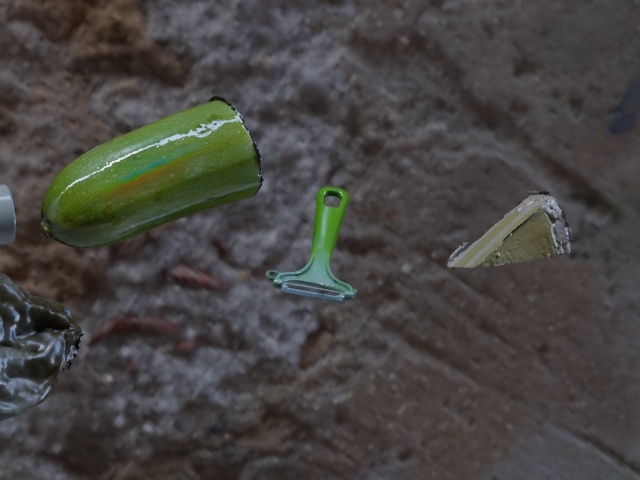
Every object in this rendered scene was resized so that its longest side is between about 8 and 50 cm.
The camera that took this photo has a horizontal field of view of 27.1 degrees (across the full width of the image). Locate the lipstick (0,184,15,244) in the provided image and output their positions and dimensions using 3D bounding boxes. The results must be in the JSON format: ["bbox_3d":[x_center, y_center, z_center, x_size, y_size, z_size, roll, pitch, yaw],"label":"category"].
[{"bbox_3d":[-0.464,-0.016,1.437,0.254,0.070,0.070,-7,32,-24],"label":"lipstick"}]

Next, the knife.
[{"bbox_3d":[-0.001,0.002,1.164,0.078,0.023,0.166,14,34,-2],"label":"knife"}]

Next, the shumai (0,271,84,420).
[{"bbox_3d":[-0.382,0.098,1.338,0.218,0.184,0.185,11,-21,13],"label":"shumai"}]

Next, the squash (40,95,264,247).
[{"bbox_3d":[-0.151,-0.051,1.124,0.188,0.095,0.095,-23,46,-26],"label":"squash"}]

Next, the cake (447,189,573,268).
[{"bbox_3d":[0.184,0.009,1.290,0.052,0.121,0.065,15,-45,61],"label":"cake"}]
